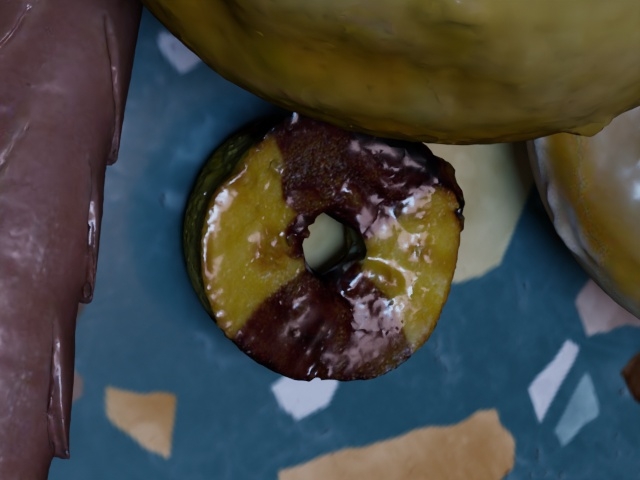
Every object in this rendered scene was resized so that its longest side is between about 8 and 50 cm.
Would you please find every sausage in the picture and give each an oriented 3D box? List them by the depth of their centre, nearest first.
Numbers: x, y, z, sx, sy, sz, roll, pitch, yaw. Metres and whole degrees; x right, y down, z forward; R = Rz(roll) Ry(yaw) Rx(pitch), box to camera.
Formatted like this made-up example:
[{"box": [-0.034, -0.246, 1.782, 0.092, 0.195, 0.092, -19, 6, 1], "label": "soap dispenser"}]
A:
[{"box": [-0.133, 0.045, 0.509, 0.088, 0.088, 0.433, 15, 74, -29], "label": "sausage"}]

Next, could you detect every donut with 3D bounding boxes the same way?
[{"box": [0.000, 0.000, 0.636, 0.140, 0.059, 0.140, -5, 101, -28], "label": "donut"}]

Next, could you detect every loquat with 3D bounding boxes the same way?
[{"box": [0.054, -0.194, 0.480, 0.328, 0.328, 0.329, -5, 101, -27], "label": "loquat"}]

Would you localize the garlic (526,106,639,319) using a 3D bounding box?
[{"box": [0.256, -0.092, 0.643, 0.249, 0.313, 0.286, 87, 26, -59], "label": "garlic"}]
